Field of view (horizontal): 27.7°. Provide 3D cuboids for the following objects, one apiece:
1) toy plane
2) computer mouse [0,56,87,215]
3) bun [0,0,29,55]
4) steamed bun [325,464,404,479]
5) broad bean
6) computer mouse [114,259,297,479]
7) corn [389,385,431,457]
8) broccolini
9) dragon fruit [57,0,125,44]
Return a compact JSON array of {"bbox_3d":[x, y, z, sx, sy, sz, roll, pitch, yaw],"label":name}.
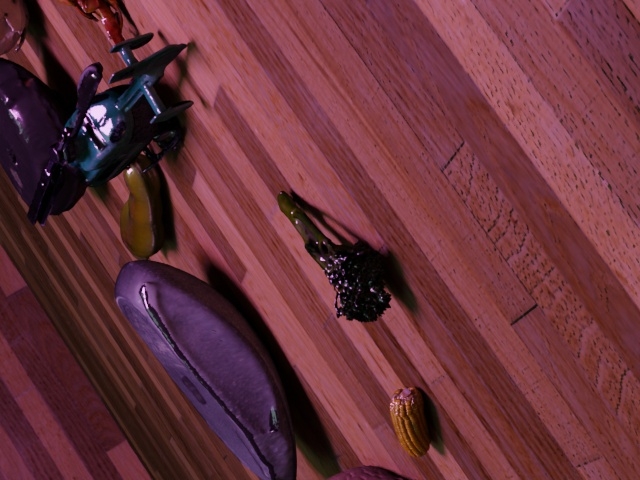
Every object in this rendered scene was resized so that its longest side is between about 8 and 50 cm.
[{"bbox_3d":[-0.235,-0.135,1.481,0.106,0.155,0.381,59,145,2],"label":"toy plane"},{"bbox_3d":[-0.422,-0.158,1.954,0.183,0.116,0.323,46,158,13],"label":"computer mouse"},{"bbox_3d":[-0.503,-0.351,1.804,0.239,0.141,0.239,47,-169,-11],"label":"bun"},{"bbox_3d":[0.044,0.412,1.535,0.251,0.199,0.301,57,162,4],"label":"steamed bun"},{"bbox_3d":[-0.246,-0.046,1.785,0.075,0.067,0.325,23,151,7],"label":"broad bean"},{"bbox_3d":[-0.127,0.165,1.722,0.374,0.114,0.203,56,160,-15],"label":"computer mouse"},{"bbox_3d":[0.092,0.185,1.318,0.037,0.037,0.092,39,155,45],"label":"corn"},{"bbox_3d":[0.012,-0.002,1.246,0.201,0.058,0.074,-120,26,-49],"label":"broccolini"},{"bbox_3d":[-0.281,-0.294,1.444,0.094,0.094,0.190,32,156,53],"label":"dragon fruit"}]
